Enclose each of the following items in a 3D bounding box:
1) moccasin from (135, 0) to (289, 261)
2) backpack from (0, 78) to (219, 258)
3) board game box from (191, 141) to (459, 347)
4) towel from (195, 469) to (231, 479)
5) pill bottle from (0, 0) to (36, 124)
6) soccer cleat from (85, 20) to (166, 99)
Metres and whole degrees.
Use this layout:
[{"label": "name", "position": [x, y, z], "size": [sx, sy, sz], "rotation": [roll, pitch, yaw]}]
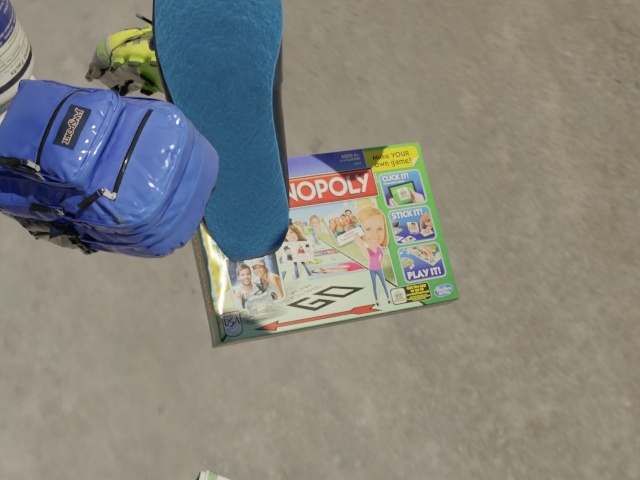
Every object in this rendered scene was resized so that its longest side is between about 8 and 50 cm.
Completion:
[{"label": "moccasin", "position": [-0.103, -0.151, 1.035], "size": [0.137, 0.117, 0.342], "rotation": [-4, 108, -11]}, {"label": "backpack", "position": [-0.130, -0.042, 0.650], "size": [0.120, 0.101, 0.098], "rotation": [14, 76, 20]}, {"label": "board game box", "position": [0.000, 0.000, 1.349], "size": [0.317, 0.046, 0.213], "rotation": [-9, 79, -22]}, {"label": "towel", "position": [-0.049, 0.267, 0.898], "size": [0.152, 0.023, 0.113], "rotation": [23, 68, -4]}, {"label": "pill bottle", "position": [-0.439, -0.245, 1.320], "size": [0.153, 0.153, 0.265], "rotation": [-17, 139, -3]}, {"label": "soccer cleat", "position": [-0.228, -0.254, 1.456], "size": [0.093, 0.289, 0.121], "rotation": [38, 76, -28]}]
